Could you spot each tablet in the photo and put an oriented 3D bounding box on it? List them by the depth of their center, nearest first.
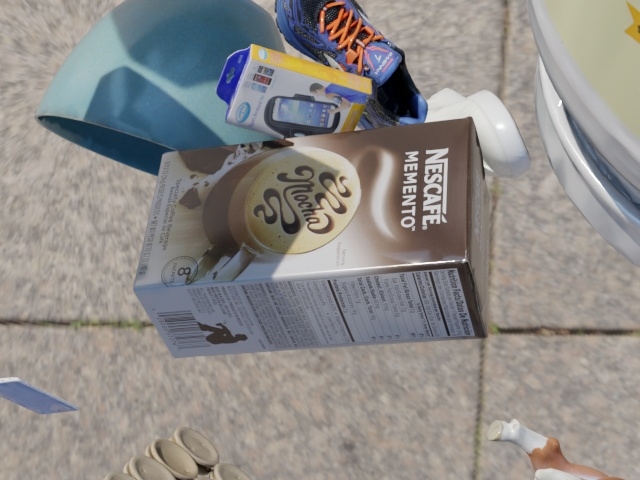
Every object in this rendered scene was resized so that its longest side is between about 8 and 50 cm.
[{"bbox_3d":[-0.266,0.142,1.161,0.083,0.054,0.006,37,52,-47],"label":"tablet"}]

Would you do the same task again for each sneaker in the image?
[{"bbox_3d":[0.039,-0.188,1.248,0.083,0.087,0.221,-54,127,-12],"label":"sneaker"},{"bbox_3d":[0.150,-0.105,1.466,0.123,0.290,0.106,-29,102,-6],"label":"sneaker"}]

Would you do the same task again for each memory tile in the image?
[{"bbox_3d":[-0.074,0.171,0.798,0.113,0.148,0.012,40,105,8],"label":"memory tile"}]

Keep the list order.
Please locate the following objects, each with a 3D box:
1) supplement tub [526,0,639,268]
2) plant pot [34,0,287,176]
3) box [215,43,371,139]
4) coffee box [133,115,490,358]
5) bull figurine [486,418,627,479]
[{"bbox_3d":[0.194,-0.131,0.394,0.235,0.325,0.235,1,61,-2],"label":"supplement tub"},{"bbox_3d":[-0.144,-0.175,1.405,0.290,0.290,0.195,20,84,-12],"label":"plant pot"},{"bbox_3d":[-0.029,-0.133,1.198,0.136,0.028,0.081,13,132,-14],"label":"box"},{"bbox_3d":[0.000,0.000,1.149,0.297,0.168,0.119,-6,140,14],"label":"coffee box"},{"bbox_3d":[0.158,0.317,1.187,0.188,0.101,0.310,38,95,-24],"label":"bull figurine"}]
